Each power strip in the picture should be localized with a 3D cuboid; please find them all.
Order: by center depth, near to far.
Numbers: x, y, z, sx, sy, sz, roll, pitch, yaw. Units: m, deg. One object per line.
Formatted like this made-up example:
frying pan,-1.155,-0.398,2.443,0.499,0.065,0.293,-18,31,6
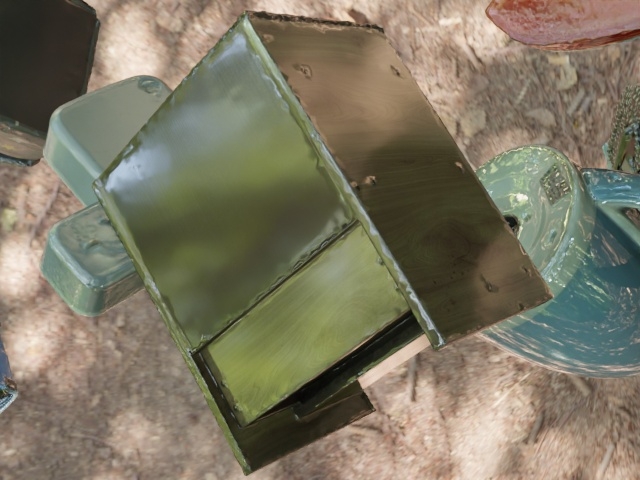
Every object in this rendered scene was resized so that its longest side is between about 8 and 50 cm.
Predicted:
power strip,-0.135,-0.011,0.802,0.265,0.194,0.059,47,141,14

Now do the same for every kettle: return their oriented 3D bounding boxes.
kettle,0.363,0.044,1.254,0.319,0.342,0.247,-38,35,33

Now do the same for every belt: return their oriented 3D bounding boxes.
belt,0.542,-0.130,1.535,0.150,0.257,0.207,-5,44,0

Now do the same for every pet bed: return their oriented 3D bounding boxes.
pet bed,-0.390,-0.214,1.204,0.159,0.183,0.211,-7,70,41

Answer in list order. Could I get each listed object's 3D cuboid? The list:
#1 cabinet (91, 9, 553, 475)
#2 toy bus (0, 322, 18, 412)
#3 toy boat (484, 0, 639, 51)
cabinet,0.000,0.000,0.615,0.175,0.148,0.215,-41,72,34
toy bus,-0.407,0.092,0.910,0.116,0.234,0.133,-38,46,9
toy boat,0.389,-0.346,1.384,0.332,0.133,0.145,1,101,42
